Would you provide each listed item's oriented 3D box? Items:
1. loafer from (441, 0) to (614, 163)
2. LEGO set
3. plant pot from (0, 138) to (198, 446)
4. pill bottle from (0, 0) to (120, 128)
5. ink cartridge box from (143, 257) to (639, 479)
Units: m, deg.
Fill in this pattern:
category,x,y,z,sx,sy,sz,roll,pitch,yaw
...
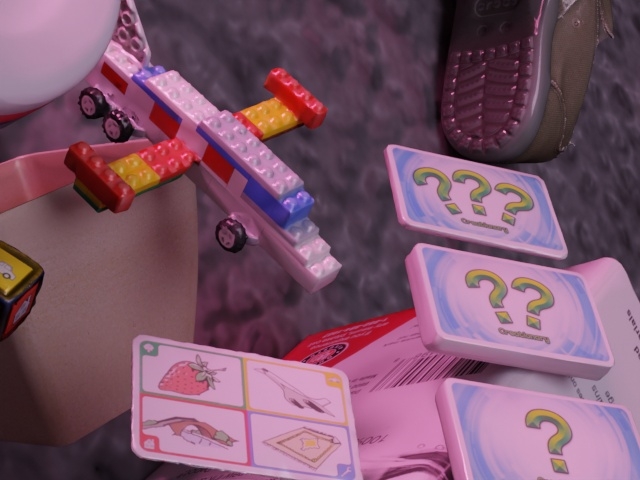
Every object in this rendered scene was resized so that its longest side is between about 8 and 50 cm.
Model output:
category,x,y,z,sx,sy,sz,roll,pitch,yaw
loafer,0.140,-0.162,0.840,0.087,0.094,0.251,24,77,-48
LEGO set,0.000,0.000,0.456,0.244,0.060,0.182,11,42,-18
plant pot,-0.111,0.022,0.520,0.109,0.109,0.096,-29,110,-47
pill bottle,-0.160,-0.070,0.438,0.108,0.180,0.108,18,65,-42
ink cartridge box,0.009,0.133,0.530,0.273,0.197,0.114,-37,104,-46
